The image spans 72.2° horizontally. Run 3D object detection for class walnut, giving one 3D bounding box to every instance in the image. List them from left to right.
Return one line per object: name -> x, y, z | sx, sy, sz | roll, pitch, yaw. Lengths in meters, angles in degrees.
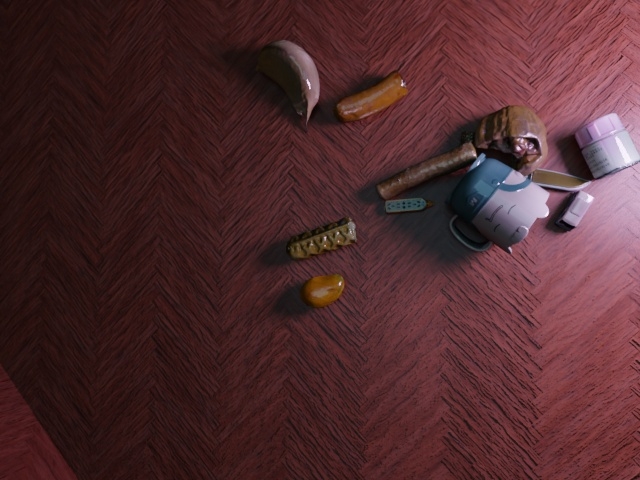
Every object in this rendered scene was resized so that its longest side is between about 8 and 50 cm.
walnut -> 0.627, -0.339, 1.393 | 0.238, 0.141, 0.204 | 37, 76, 6

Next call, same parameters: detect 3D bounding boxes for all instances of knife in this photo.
knife -> 0.698, -0.213, 1.440 | 0.342, 0.027, 0.061 | 14, 75, 17

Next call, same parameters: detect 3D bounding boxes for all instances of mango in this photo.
mango -> 0.007, 0.183, 1.567 | 0.164, 0.089, 0.115 | -8, 75, 11

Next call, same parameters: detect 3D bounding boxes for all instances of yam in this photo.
yam -> 0.354, -0.229, 1.486 | 0.356, 0.081, 0.081 | -24, 81, 21

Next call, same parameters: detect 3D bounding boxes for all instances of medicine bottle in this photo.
medicine bottle -> 0.878, -0.288, 1.347 | 0.135, 0.135, 0.169 | -23, 82, 12

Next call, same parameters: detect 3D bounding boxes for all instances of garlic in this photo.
garlic -> -0.089, -0.598, 1.634 | 0.338, 0.151, 0.196 | 51, 126, 5

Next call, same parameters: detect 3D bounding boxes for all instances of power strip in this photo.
power strip -> 0.309, -0.123, 1.537 | 0.178, 0.028, 0.049 | -4, 85, 14

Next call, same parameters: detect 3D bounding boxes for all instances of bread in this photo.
bread -> 0.000, -0.001, 1.578 | 0.269, 0.087, 0.098 | -19, 85, 13

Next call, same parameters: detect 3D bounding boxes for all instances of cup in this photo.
cup -> 0.540, -0.097, 1.394 | 0.257, 0.219, 0.290 | 39, 129, 13

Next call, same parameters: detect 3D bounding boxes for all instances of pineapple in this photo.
pineapple -> 0.498, -0.308, 1.495 | 0.058, 0.058, 0.125 | 10, 101, 15

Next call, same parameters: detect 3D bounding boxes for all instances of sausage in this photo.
sausage -> 0.175, -0.499, 1.560 | 0.270, 0.109, 0.109 | -23, 81, 11

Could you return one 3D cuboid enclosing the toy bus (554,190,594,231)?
toy bus -> 0.803, -0.094, 1.384 | 0.060, 0.075, 0.123 | 32, 94, 14
